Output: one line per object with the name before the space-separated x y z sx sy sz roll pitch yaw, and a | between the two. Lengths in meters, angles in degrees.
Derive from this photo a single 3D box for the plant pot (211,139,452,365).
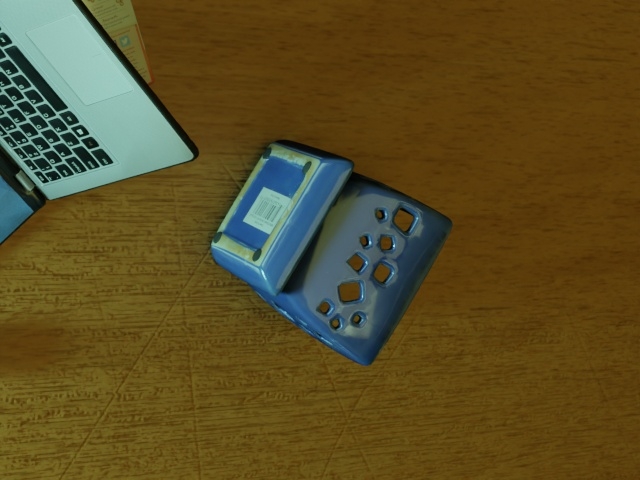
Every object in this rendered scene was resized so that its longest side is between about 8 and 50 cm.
plant pot | 0.000 0.000 1.932 0.212 0.236 0.236 33 86 -29

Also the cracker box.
cracker box | -0.288 -0.296 1.700 0.067 0.156 0.232 -27 117 -24

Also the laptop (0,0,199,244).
laptop | -0.432 -0.116 1.624 0.382 0.408 0.236 53 41 -32
